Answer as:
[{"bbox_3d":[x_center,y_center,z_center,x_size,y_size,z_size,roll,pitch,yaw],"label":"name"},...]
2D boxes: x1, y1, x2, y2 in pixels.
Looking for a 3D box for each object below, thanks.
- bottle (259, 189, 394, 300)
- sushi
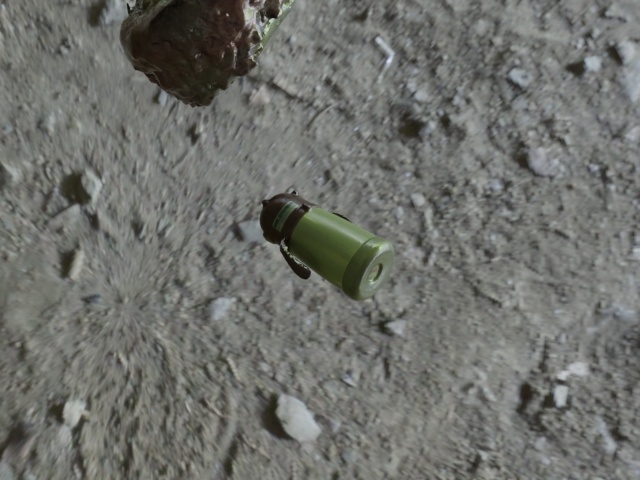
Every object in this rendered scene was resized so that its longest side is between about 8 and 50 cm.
[{"bbox_3d":[0.001,0.000,0.770,0.101,0.063,0.047,31,105,27],"label":"bottle"},{"bbox_3d":[-0.100,-0.193,0.921,0.107,0.241,0.161,41,79,-26],"label":"sushi"}]
